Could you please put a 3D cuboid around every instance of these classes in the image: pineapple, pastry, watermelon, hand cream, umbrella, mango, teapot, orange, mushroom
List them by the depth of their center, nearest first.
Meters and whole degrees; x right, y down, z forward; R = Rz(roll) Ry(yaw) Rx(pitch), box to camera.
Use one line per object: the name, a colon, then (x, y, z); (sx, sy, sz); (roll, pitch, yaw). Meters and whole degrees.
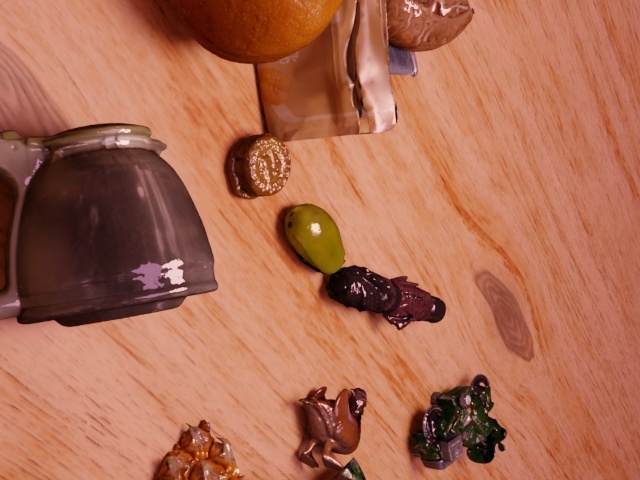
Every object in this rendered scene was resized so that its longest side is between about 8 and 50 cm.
teapot: (-0.299, -0.015, 1.092); (0.239, 0.321, 0.239); (98, -19, -87)
orange: (-0.080, -0.371, 1.224); (0.264, 0.264, 0.264); (-9, 102, -50)
pineapple: (-0.171, 0.448, 1.306); (0.161, 0.158, 0.335); (0, 96, -51)
pastry: (-0.094, -0.114, 1.406); (0.097, 0.057, 0.109); (49, 57, -41)
mango: (0.000, 0.000, 1.525); (0.165, 0.074, 0.091); (45, 59, -45)
watermelon: (0.054, 0.432, 1.597); (0.080, 0.101, 0.155); (-25, 153, -25)
mushroom: (0.142, -0.430, 1.603); (0.285, 0.156, 0.151); (39, 86, -30)
hand cream: (0.103, -0.328, 1.626); (0.256, 0.055, 0.088); (-21, 97, -50)
umbrella: (0.130, 0.105, 1.688); (0.326, 0.094, 0.090); (18, 108, -50)

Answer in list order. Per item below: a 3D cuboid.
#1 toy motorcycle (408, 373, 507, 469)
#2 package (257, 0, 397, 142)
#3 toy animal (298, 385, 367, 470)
toy motorcycle: (0.296, 0.406, 1.919); (0.274, 0.124, 0.187); (-18, 99, -47)
package: (0.022, -0.315, 1.403); (0.221, 0.165, 0.311); (-13, 107, -28)
toy animal: (0.024, 0.305, 1.594); (0.179, 0.089, 0.188); (-59, 136, -35)
